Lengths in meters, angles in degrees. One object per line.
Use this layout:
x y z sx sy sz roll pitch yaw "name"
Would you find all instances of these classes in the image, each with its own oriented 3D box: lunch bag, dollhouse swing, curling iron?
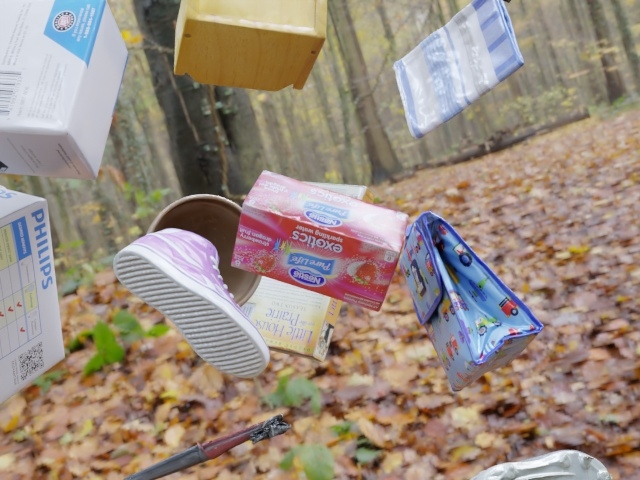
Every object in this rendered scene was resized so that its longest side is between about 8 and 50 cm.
0.232 0.089 1.387 0.138 0.293 0.221 -26 -20 -10 "lunch bag"
-0.187 -0.606 2.024 0.347 0.304 0.315 2 -25 -18 "dollhouse swing"
-0.178 0.329 1.244 0.274 0.035 0.068 -18 -14 -9 "curling iron"

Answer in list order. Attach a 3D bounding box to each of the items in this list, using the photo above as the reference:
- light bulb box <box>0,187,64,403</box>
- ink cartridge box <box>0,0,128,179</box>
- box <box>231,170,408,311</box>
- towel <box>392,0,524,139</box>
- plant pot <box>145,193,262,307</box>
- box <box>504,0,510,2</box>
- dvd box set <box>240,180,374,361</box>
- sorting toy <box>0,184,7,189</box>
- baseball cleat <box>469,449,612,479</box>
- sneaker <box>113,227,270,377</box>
-0.666 0.123 1.370 0.225 0.357 0.361 14 28 21 "light bulb box"
-0.572 -0.276 1.378 0.395 0.285 0.166 5 -24 5 "ink cartridge box"
0.000 0.000 1.274 0.257 0.128 0.122 18 34 3 "box"
0.268 -0.355 1.595 0.034 0.209 0.285 15 -36 -39 "towel"
-0.235 0.034 1.537 0.238 0.237 0.110 -19 3 -24 "plant pot"
0.174 -0.542 1.282 0.073 0.295 0.293 -50 -42 3 "box"
-0.066 0.059 1.887 0.308 0.420 0.062 6 -20 34 "dvd box set"
-0.789 -0.034 1.788 0.041 0.228 0.307 15 3 -44 "sorting toy"
0.295 0.333 1.100 0.206 0.072 0.109 5 -22 -19 "baseball cleat"
-0.166 0.080 1.230 0.102 0.282 0.161 -50 -5 30 "sneaker"
